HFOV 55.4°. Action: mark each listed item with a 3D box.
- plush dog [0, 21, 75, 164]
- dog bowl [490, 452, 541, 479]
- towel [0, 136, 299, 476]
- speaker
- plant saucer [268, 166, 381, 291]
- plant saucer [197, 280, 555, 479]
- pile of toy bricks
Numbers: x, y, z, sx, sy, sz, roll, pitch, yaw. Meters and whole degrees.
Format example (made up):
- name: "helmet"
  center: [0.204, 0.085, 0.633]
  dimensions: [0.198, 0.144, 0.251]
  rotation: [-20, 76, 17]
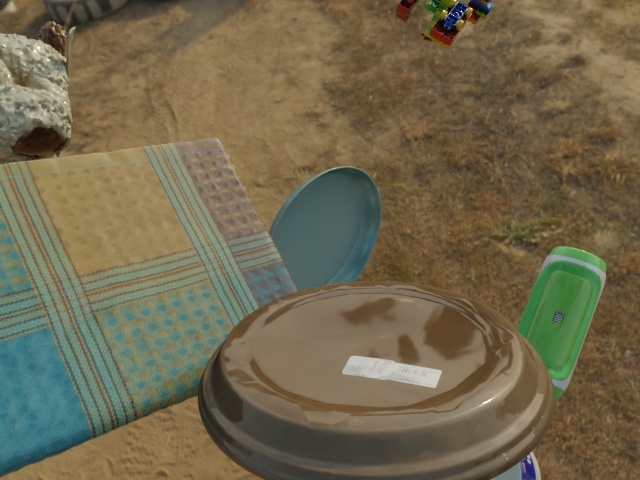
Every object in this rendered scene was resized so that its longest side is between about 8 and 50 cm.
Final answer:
- name: "plush dog"
  center: [-0.421, -0.181, 0.709]
  dimensions: [0.226, 0.210, 0.262]
  rotation: [4, -10, -30]
- name: "dog bowl"
  center: [0.433, 0.622, 1.610]
  dimensions: [0.265, 0.104, 0.264]
  rotation: [-27, 49, 35]
- name: "towel"
  center: [-0.204, 0.036, 0.557]
  dimensions: [0.370, 0.040, 0.271]
  rotation: [-15, 69, -36]
- name: "speaker"
  center: [0.480, 0.167, 1.246]
  dimensions: [0.131, 0.131, 0.296]
  rotation: [19, 80, 29]
- name: "plant saucer"
  center: [0.000, 0.000, 1.198]
  dimensions: [0.044, 0.317, 0.318]
  rotation: [29, 56, 36]
- name: "plant saucer"
  center: [0.041, 0.095, 0.488]
  dimensions: [0.278, 0.041, 0.278]
  rotation: [-2, 20, 1]
- name: "pile of toy bricks"
  center: [0.175, -0.329, 0.859]
  dimensions: [0.118, 0.105, 0.212]
  rotation: [33, 58, 5]
